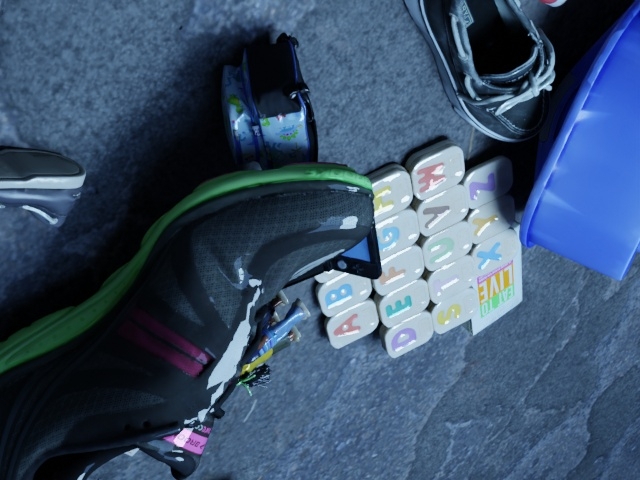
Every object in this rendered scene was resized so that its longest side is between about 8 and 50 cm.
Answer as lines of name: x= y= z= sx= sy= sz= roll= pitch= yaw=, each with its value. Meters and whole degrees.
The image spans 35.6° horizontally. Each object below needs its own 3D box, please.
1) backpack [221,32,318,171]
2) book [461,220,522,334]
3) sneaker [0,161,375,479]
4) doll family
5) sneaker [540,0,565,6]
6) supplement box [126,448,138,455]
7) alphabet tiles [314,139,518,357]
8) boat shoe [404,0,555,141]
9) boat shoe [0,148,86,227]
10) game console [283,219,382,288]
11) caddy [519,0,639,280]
backpack: x=-0.048 y=-0.114 z=0.932 sx=0.084 sy=0.105 sz=0.114 roll=-12 pitch=137 yaw=0
book: x=0.227 y=0.047 z=1.337 sx=0.096 sy=0.035 sz=0.144 roll=-29 pitch=134 yaw=-17
sneaker: x=-0.130 y=0.107 z=0.936 sx=0.482 sy=0.202 sz=0.185 roll=-38 pitch=158 yaw=8
doll family: x=-0.075 y=0.113 z=1.073 sx=0.111 sy=0.076 sz=0.193 roll=-35 pitch=163 yaw=-18
sneaker: x=0.257 y=-0.306 z=1.049 sx=0.067 sy=0.042 sz=0.118 roll=4 pitch=124 yaw=-44
supplement box: x=-0.204 y=0.188 z=1.112 sx=0.098 sy=0.036 sz=0.062 roll=-46 pitch=139 yaw=4
alphabet tiles: x=0.122 y=0.018 z=1.210 sx=0.277 sy=0.021 sz=0.284 roll=-25 pitch=131 yaw=-13
boat shoe: x=0.192 y=-0.188 z=1.050 sx=0.113 sy=0.105 sz=0.306 roll=-40 pitch=139 yaw=-3
boat shoe: x=-0.294 y=-0.038 z=0.823 sx=0.206 sy=0.075 sz=0.065 roll=-2 pitch=122 yaw=-43
game console: x=0.000 y=0.000 z=1.076 sx=0.071 sy=0.107 sz=0.122 roll=-46 pitch=138 yaw=-40
caddy: x=0.348 y=-0.123 z=1.172 sx=0.241 sy=0.179 sz=0.341 roll=-28 pitch=143 yaw=-55
